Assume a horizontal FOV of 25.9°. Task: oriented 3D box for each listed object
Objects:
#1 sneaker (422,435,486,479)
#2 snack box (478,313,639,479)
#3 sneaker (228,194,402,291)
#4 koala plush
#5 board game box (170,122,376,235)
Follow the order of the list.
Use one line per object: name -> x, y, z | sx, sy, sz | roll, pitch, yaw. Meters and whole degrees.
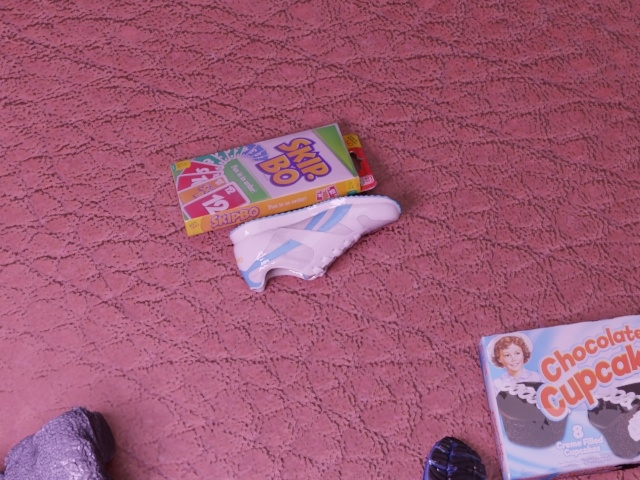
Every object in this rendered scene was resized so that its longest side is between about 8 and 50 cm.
sneaker -> 0.142, 0.340, 1.703 | 0.083, 0.087, 0.221 | 27, 54, -14
snack box -> 0.375, 0.194, 1.763 | 0.322, 0.060, 0.187 | -8, 70, -2
sneaker -> 0.000, 0.000, 1.831 | 0.229, 0.087, 0.092 | -16, 81, 0
koala plush -> -0.353, 0.311, 1.658 | 0.221, 0.203, 0.196 | -20, 71, -2
board game box -> -0.064, -0.086, 1.857 | 0.259, 0.039, 0.124 | -13, 43, -7
